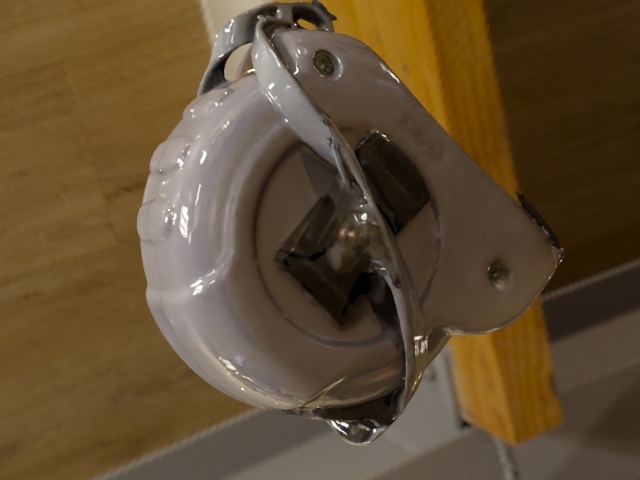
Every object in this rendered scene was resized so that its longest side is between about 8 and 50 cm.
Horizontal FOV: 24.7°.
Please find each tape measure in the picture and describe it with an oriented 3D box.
[{"bbox_3d":[0.000,0.000,0.800,0.236,0.120,0.197,46,-111,-21],"label":"tape measure"}]
